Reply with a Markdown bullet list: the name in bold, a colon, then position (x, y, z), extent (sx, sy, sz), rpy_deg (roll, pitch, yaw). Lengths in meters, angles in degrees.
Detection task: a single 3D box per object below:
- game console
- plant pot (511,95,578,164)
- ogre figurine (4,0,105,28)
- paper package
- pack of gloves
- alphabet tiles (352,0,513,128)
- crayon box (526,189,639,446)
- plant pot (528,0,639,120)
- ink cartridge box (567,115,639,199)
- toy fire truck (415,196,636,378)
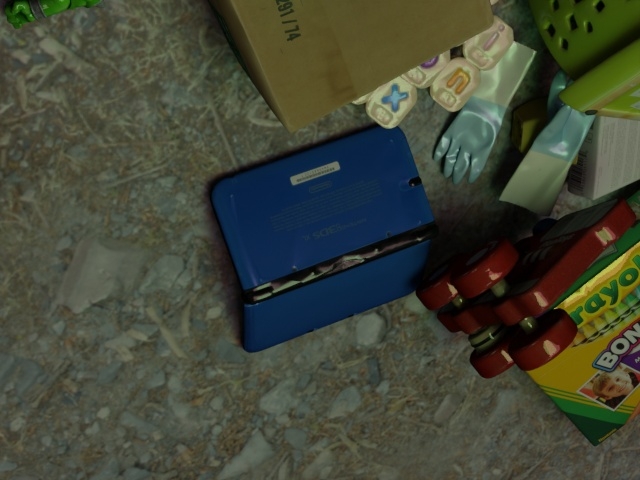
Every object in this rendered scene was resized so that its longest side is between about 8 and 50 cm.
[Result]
- **game console**: position (0.000, 0.000, 1.869), extent (0.293, 0.173, 0.250), rpy_deg (-20, 92, -16)
- **plant pot**: position (0.323, -0.160, 1.910), extent (0.083, 0.081, 0.081), rpy_deg (-3, 118, -10)
- **ogre figurine**: position (-0.297, -0.333, 1.506), extent (0.118, 0.097, 0.197), rpy_deg (4, 103, -15)
- **paper package**: position (0.010, -0.344, 1.538), extent (0.309, 0.168, 0.325), rpy_deg (-28, 134, -2)
- **pack of gloves**: position (0.277, -0.153, 1.850), extent (0.195, 0.046, 0.232), rpy_deg (17, 117, -5)
- **alphabet tiles**: position (0.115, -0.298, 1.732), extent (0.284, 0.021, 0.278), rpy_deg (34, 99, -22)
- **crayon box**: position (0.489, 0.116, 2.095), extent (0.363, 0.106, 0.313), rpy_deg (-39, 127, 7)
- **plant pot**: position (0.436, -0.284, 1.744), extent (0.228, 0.227, 0.207), rpy_deg (4, 69, -29)
- **ink cartridge box**: position (0.476, -0.181, 2.001), extent (0.232, 0.066, 0.189), rpy_deg (-24, 126, -38)
- **toy fire truck**: position (0.298, 0.051, 1.895), extent (0.254, 0.302, 0.169), rpy_deg (-41, 95, -21)
